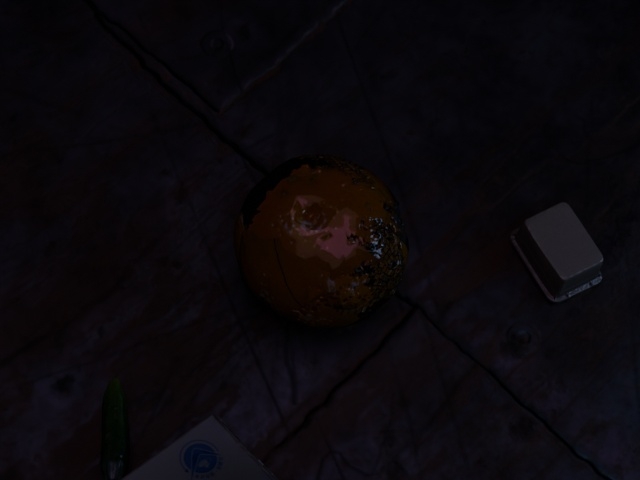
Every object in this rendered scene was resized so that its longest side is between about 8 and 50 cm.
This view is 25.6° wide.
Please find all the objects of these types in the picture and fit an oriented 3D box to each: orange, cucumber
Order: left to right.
[{"bbox_3d":[-0.258,0.250,1.776,0.039,0.039,0.168,-3,54,-5],"label":"cucumber"},{"bbox_3d":[0.000,0.000,1.845,0.234,0.182,0.235,-1,75,4],"label":"orange"}]

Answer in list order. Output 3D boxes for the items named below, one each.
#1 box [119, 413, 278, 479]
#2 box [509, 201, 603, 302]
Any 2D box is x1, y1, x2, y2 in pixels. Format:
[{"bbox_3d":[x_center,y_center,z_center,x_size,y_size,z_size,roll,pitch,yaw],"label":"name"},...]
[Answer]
[{"bbox_3d":[-0.192,0.373,1.662,0.200,0.065,0.343,44,54,18],"label":"box"},{"bbox_3d":[0.324,0.013,1.915,0.089,0.062,0.122,-25,69,-14],"label":"box"}]
